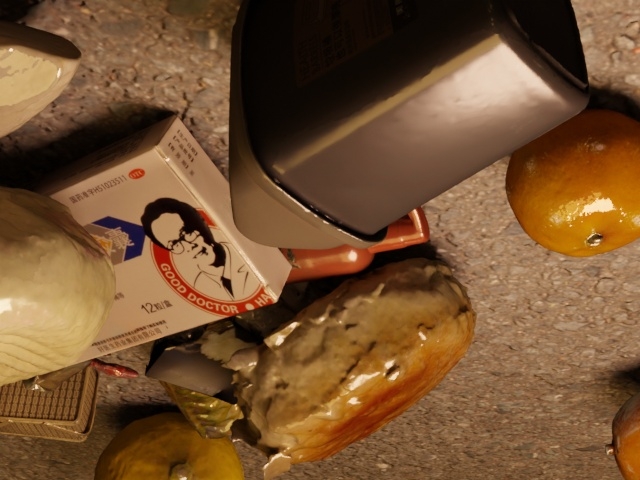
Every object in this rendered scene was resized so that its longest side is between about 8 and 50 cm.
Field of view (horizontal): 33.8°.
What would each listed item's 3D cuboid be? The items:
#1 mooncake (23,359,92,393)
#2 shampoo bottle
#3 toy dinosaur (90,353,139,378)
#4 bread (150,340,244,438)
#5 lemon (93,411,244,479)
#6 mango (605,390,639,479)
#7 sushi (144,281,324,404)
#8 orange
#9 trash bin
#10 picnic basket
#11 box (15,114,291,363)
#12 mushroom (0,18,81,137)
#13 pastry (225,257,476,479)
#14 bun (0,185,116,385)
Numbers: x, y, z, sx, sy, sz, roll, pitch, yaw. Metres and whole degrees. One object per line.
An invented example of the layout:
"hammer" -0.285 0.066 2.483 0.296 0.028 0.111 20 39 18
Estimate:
"mooncake" -0.341 0.127 1.373 0.073 0.125 0.130 3 158 -38
"shampoo bottle" 0.001 0.002 1.168 0.244 0.085 0.085 -12 147 21
"toy dinosaur" -0.388 0.154 1.452 0.167 0.053 0.242 13 174 35
"bread" -0.179 0.208 1.535 0.087 0.098 0.269 -38 152 -14
"lemon" -0.253 0.408 1.737 0.245 0.245 0.320 12 155 -14
"mango" 0.589 0.272 1.456 0.384 0.199 0.221 -2 151 6
"sushi" -0.098 0.082 1.315 0.134 0.109 0.273 24 130 -26
"orange" 0.255 -0.052 1.006 0.156 0.124 0.156 5 152 3
"trash bin" 0.047 -0.127 0.824 0.290 0.209 0.182 -27 138 33
"picnic basket" -0.417 0.230 1.566 0.164 0.115 0.079 4 152 0
"box" -0.230 0.015 1.157 0.353 0.069 0.214 -19 120 32
"mushroom" -0.353 -0.129 0.937 0.350 0.128 0.128 -15 145 36
"pastry" 0.051 0.143 1.245 0.329 0.136 0.330 -29 161 -11
"bun" -0.371 0.038 0.977 0.361 0.213 0.361 -17 165 -5
